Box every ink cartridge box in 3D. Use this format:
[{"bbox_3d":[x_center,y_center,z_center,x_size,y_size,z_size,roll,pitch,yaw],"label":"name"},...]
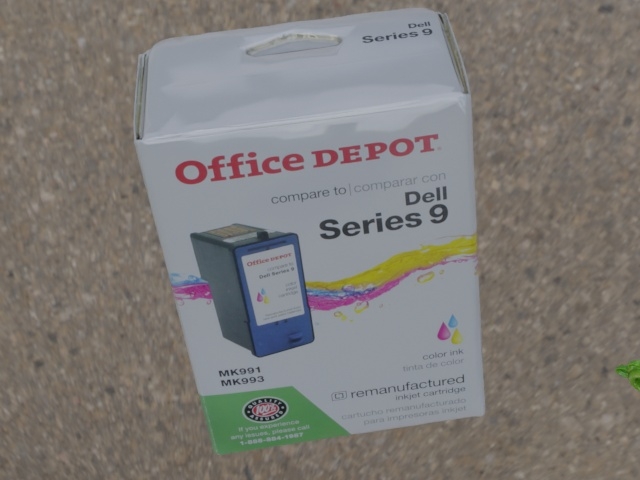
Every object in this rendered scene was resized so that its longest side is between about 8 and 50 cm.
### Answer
[{"bbox_3d":[0.000,0.000,0.610,0.154,0.212,0.093,-8,37,0],"label":"ink cartridge box"}]

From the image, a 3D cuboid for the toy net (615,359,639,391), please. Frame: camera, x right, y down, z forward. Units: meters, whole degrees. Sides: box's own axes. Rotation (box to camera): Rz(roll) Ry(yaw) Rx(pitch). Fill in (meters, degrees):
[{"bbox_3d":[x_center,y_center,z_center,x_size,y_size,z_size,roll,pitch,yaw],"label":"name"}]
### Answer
[{"bbox_3d":[0.340,0.124,0.865,0.232,0.122,0.045,6,54,43],"label":"toy net"}]
